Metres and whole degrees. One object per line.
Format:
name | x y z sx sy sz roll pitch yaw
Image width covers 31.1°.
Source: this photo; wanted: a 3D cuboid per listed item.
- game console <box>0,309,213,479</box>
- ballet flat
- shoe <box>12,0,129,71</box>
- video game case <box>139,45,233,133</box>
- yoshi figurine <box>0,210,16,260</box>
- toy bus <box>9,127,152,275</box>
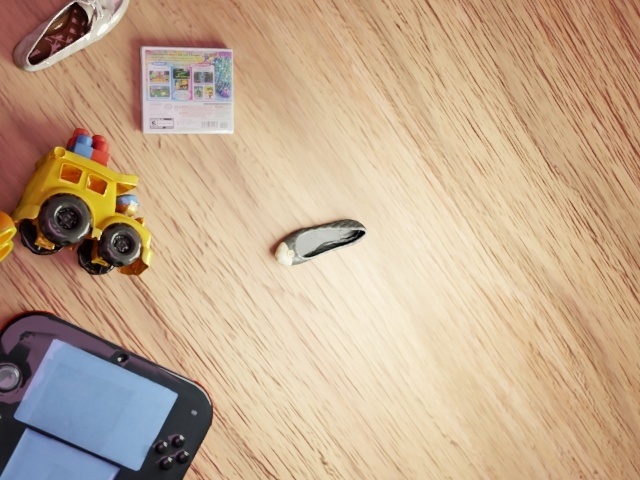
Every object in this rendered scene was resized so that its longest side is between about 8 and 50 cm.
game console | -0.397 0.325 1.869 0.386 0.060 0.342 29 83 -20
ballet flat | 0.000 0.000 2.007 0.173 0.049 0.057 -21 100 -19
shoe | -0.388 -0.338 1.823 0.219 0.058 0.076 -40 107 -14
video game case | -0.222 -0.250 1.918 0.157 0.019 0.143 -2 94 -21
yoshi figurine | -0.619 -0.094 1.672 0.203 0.203 0.362 -41 86 16
toy bus | -0.360 -0.065 1.823 0.220 0.149 0.211 24 69 -24
